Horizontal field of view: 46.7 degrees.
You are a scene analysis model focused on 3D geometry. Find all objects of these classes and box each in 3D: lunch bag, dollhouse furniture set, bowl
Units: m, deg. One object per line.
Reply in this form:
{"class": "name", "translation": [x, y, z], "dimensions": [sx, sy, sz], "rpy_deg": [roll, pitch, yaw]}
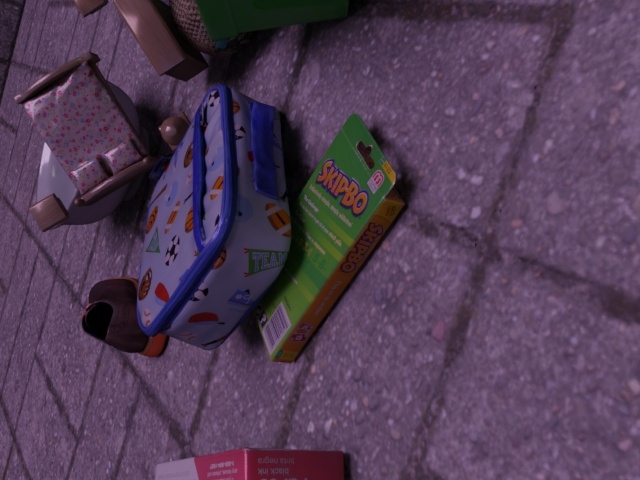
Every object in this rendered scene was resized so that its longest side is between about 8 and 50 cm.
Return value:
{"class": "lunch bag", "translation": [-0.128, -0.041, 0.896], "dimensions": [0.243, 0.115, 0.303], "rpy_deg": [-52, 32, 34]}
{"class": "dollhouse furniture set", "translation": [-0.360, -0.223, 1.072], "dimensions": [0.355, 0.303, 0.174], "rpy_deg": [-31, 5, 6]}
{"class": "bowl", "translation": [-0.396, -0.152, 1.329], "dimensions": [0.298, 0.134, 0.298], "rpy_deg": [-24, 60, 50]}

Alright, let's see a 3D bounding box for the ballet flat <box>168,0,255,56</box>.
{"class": "ballet flat", "translation": [-0.148, -0.500, 1.008], "dimensions": [0.182, 0.164, 0.483], "rpy_deg": [145, 120, -71]}

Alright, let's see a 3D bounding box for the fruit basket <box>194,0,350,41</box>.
{"class": "fruit basket", "translation": [-0.134, -0.396, 0.741], "dimensions": [0.392, 0.392, 0.283], "rpy_deg": [-3, 77, 55]}

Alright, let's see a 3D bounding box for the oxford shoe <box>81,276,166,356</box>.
{"class": "oxford shoe", "translation": [-0.337, 0.109, 1.190], "dimensions": [0.271, 0.098, 0.097], "rpy_deg": [16, 93, 56]}

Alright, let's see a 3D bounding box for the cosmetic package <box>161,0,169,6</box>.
{"class": "cosmetic package", "translation": [-0.235, -0.610, 1.226], "dimensions": [0.217, 0.156, 0.385], "rpy_deg": [-11, 72, 54]}

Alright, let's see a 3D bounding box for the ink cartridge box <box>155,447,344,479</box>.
{"class": "ink cartridge box", "translation": [-0.072, 0.354, 0.714], "dimensions": [0.207, 0.117, 0.283], "rpy_deg": [-27, 58, 49]}

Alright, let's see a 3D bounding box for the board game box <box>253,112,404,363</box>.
{"class": "board game box", "translation": [0.000, 0.000, 0.795], "dimensions": [0.259, 0.039, 0.124], "rpy_deg": [-59, 37, 30]}
